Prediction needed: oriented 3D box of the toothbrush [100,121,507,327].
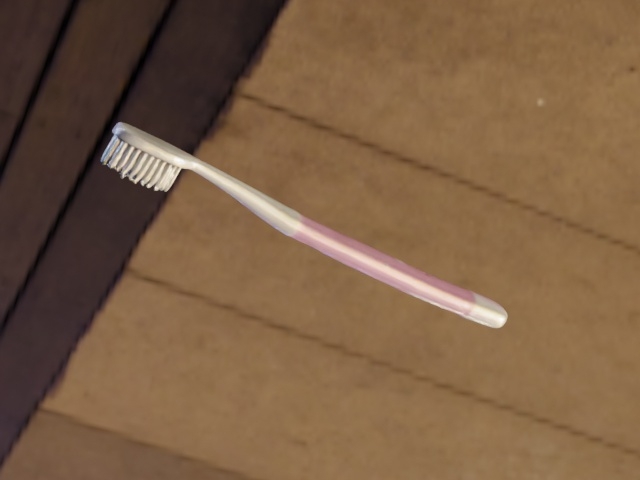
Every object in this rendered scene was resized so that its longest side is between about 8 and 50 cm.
[{"bbox_3d":[0.000,0.000,0.894,0.286,0.020,0.025,25,101,-34],"label":"toothbrush"}]
